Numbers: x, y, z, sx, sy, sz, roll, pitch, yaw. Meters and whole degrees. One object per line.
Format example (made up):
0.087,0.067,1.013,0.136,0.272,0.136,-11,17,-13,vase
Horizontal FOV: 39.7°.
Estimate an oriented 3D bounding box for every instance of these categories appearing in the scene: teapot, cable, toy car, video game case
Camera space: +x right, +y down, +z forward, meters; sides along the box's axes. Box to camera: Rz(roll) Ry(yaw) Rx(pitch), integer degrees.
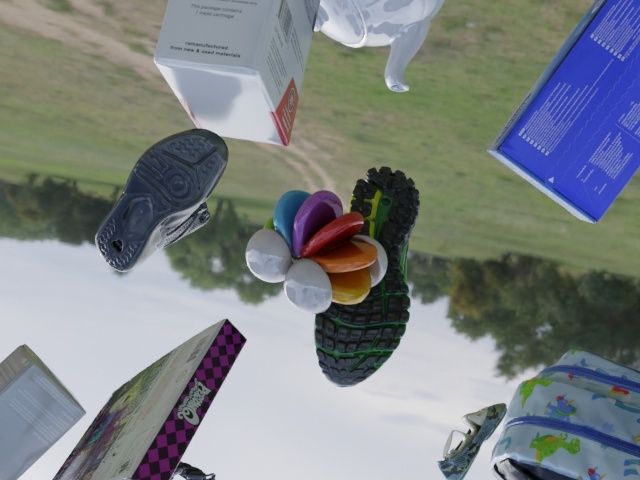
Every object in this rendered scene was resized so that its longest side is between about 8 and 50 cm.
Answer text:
0.042,-0.373,1.272,0.256,0.187,0.252,32,160,45,teapot
-0.285,0.501,1.695,0.151,0.184,0.047,11,-153,-18,cable
0.000,0.000,1.190,0.182,0.136,0.159,37,-138,29,toy car
-0.191,0.200,0.901,0.042,0.210,0.232,47,-147,-14,video game case

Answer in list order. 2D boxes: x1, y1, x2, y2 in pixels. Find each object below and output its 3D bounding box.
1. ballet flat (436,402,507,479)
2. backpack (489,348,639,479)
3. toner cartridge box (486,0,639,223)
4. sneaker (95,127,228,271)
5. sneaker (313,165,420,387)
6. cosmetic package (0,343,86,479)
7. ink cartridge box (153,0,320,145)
0.275,0.355,1.623,0.070,0.188,0.070,29,149,20,ballet flat
0.382,0.286,1.047,0.356,0.273,0.290,5,152,18,backpack
0.386,-0.210,1.144,0.165,0.347,0.075,36,-175,-3,toner cartridge box
-0.166,-0.063,1.043,0.087,0.227,0.130,44,-144,2,sneaker
0.078,0.067,1.361,0.134,0.343,0.146,16,155,4,sneaker
-0.484,0.287,1.317,0.127,0.238,0.107,55,165,-27,cosmetic package
-0.074,-0.270,0.975,0.114,0.272,0.197,10,166,10,ink cartridge box
